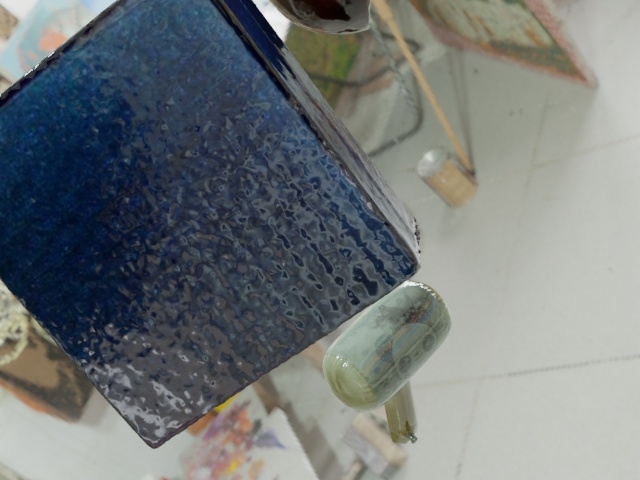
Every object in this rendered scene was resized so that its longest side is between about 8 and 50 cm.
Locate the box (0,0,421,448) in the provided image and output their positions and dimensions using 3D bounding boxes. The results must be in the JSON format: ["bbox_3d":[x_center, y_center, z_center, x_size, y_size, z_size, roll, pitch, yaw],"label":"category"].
[{"bbox_3d":[-0.108,-0.031,0.785,0.261,0.279,0.116,-34,16,15],"label":"box"}]

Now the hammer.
[{"bbox_3d":[0.106,0.207,1.491,0.202,0.305,0.113,-39,52,-23],"label":"hammer"}]

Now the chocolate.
[{"bbox_3d":[0.007,-0.225,0.816,0.127,0.124,0.133,-23,35,10],"label":"chocolate"}]
